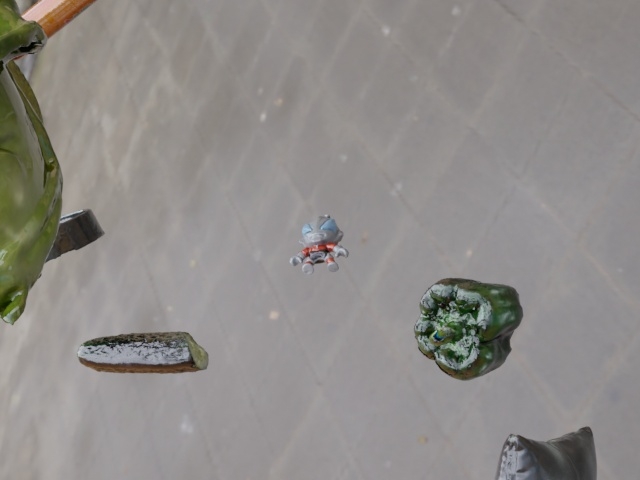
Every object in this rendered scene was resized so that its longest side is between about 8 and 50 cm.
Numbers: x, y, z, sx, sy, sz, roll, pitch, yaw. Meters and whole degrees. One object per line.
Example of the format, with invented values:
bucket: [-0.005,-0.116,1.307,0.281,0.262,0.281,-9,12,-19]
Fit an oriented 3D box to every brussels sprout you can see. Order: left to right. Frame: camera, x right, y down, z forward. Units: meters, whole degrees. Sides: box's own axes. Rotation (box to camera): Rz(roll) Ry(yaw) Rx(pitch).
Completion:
brussels sprout: [-0.302,-0.053,0.804,0.294,0.259,0.227,-17,14,23]

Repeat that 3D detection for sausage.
sausage: [-0.368,-0.362,1.738,0.347,0.053,0.053,-31,46,25]

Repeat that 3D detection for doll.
doll: [-0.001,-0.001,1.275,0.057,0.039,0.114,-35,25,22]

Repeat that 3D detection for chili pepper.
chili pepper: [0.243,0.144,2.023,0.165,0.261,0.174,42,115,32]

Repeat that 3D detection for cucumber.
cucumber: [-0.313,0.195,2.011,0.241,0.074,0.074,-3,67,18]

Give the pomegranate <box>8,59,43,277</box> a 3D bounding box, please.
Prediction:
pomegranate: [-0.475,-0.080,1.410,0.310,0.216,0.359,-76,-19,-46]

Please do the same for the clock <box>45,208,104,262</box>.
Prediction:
clock: [-0.520,0.015,2.065,0.280,0.280,0.055,-6,107,61]

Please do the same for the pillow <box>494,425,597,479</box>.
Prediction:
pillow: [0.323,0.360,1.659,0.106,0.250,0.186,7,90,38]
